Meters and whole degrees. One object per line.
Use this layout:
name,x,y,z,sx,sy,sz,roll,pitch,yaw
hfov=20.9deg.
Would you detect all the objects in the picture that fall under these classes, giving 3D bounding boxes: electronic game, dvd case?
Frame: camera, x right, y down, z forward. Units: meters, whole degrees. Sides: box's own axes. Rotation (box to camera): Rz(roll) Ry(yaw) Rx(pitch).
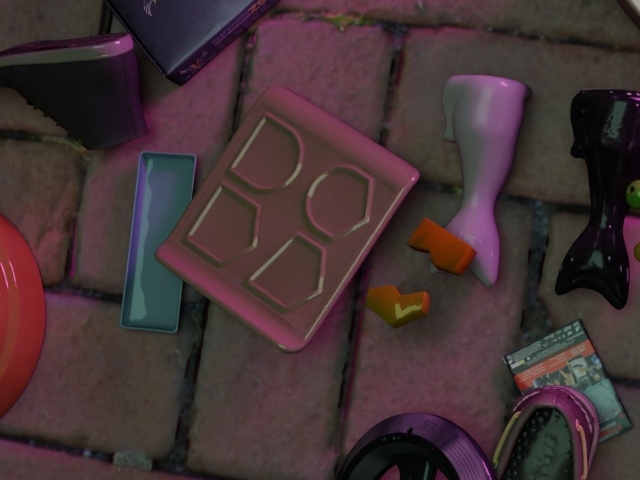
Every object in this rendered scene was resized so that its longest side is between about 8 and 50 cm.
electronic game,0.089,0.281,1.680,0.229,0.048,0.229,-12,74,46
dvd case,0.244,0.149,1.712,0.087,0.013,0.119,-28,75,11

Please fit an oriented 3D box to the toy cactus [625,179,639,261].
toy cactus,0.403,-0.026,1.637,0.219,0.112,0.180,30,98,9

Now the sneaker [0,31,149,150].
sneaker,-0.291,-0.152,1.873,0.222,0.083,0.118,-1,108,31

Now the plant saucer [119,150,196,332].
plant saucer,-0.171,0.001,1.850,0.067,0.018,0.192,4,85,16

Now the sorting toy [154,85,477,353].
sorting toy,0.000,0.000,1.756,0.307,0.041,0.229,34,87,31

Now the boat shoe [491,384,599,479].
boat shoe,0.192,0.299,1.657,0.116,0.096,0.324,14,92,16

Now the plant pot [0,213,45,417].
plant pot,-0.465,0.073,1.831,0.290,0.203,0.291,-2,82,17

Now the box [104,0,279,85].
box,-0.124,-0.309,1.853,0.232,0.059,0.183,-40,75,9

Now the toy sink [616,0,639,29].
toy sink,0.326,-0.310,1.685,0.153,0.131,0.234,-39,79,8

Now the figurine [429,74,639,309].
figurine,0.215,-0.049,1.711,0.214,0.092,0.210,8,89,18
